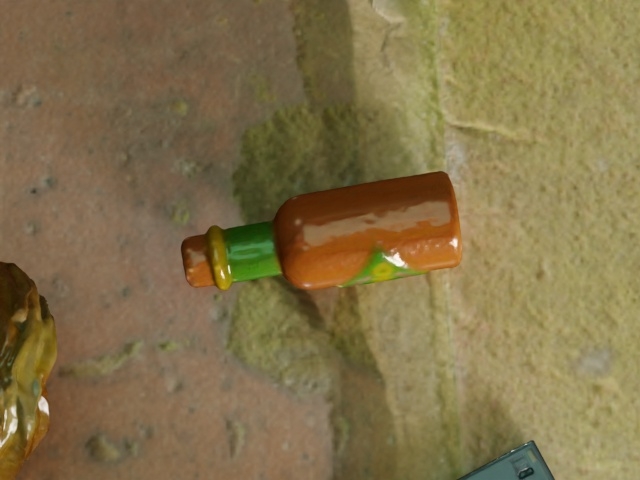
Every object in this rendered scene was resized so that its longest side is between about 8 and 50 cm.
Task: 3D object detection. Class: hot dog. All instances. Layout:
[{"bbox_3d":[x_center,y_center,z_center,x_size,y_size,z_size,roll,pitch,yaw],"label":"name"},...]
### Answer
[{"bbox_3d":[-0.275,0.081,1.070,0.259,0.114,0.175,13,76,20],"label":"hot dog"}]

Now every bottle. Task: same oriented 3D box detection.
[{"bbox_3d":[0.000,0.000,1.113,0.187,0.069,0.069,-9,74,0],"label":"bottle"}]

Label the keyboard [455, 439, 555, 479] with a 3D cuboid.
[{"bbox_3d":[0.076,0.195,1.082,0.176,0.014,0.055,-27,76,-6],"label":"keyboard"}]
